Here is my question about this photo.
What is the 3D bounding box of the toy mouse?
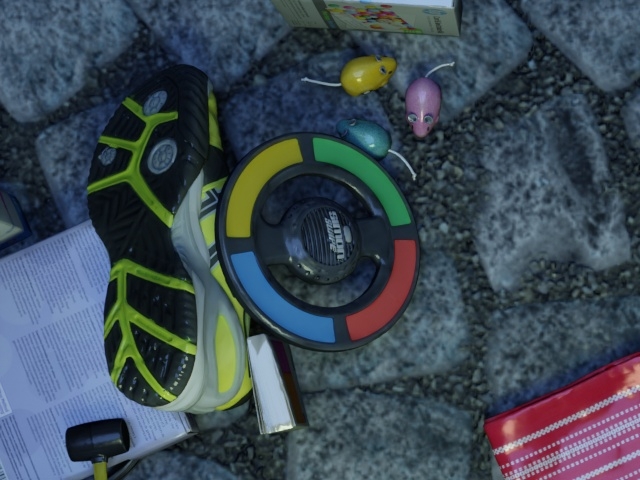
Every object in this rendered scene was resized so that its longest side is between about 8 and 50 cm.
[{"bbox_3d":[0.074,-0.132,1.590,0.161,0.031,0.143,-18,82,5],"label":"toy mouse"}]

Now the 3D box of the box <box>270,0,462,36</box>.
[{"bbox_3d":[0.049,-0.244,1.549,0.186,0.145,0.038,4,87,7],"label":"box"}]

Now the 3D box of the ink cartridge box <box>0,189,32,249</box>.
[{"bbox_3d":[-0.369,-0.017,1.591,0.089,0.122,0.052,-25,81,4],"label":"ink cartridge box"}]

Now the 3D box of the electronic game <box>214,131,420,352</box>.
[{"bbox_3d":[0.000,0.000,1.527,0.229,0.048,0.229,9,70,-26],"label":"electronic game"}]

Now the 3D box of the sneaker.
[{"bbox_3d":[-0.143,0.001,1.563,0.145,0.147,0.384,-16,63,31],"label":"sneaker"}]

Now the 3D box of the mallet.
[{"bbox_3d":[-0.224,0.269,1.498,0.062,0.039,0.189,-3,69,8],"label":"mallet"}]

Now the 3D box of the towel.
[{"bbox_3d":[0.302,0.267,1.517,0.199,0.031,0.274,-23,81,5],"label":"towel"}]

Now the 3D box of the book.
[{"bbox_3d":[-0.041,0.143,1.518,0.035,0.144,0.096,-14,82,6],"label":"book"}]

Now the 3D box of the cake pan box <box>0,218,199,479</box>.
[{"bbox_3d":[-0.285,0.140,1.590,0.246,0.070,0.266,-26,81,5],"label":"cake pan box"}]
